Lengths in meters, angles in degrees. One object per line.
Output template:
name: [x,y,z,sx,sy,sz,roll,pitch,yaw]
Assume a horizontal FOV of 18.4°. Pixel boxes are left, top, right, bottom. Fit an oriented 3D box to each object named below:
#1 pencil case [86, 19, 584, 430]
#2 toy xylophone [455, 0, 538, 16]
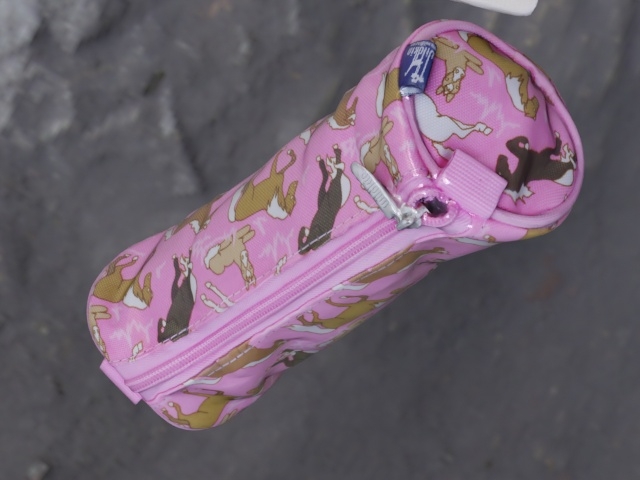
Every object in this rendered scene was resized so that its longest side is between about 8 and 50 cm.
pencil case: [0.000,0.000,1.366,0.167,0.160,0.386,7,151,-40]
toy xylophone: [0.153,-0.260,1.282,0.322,0.236,0.081,90,11,-65]
